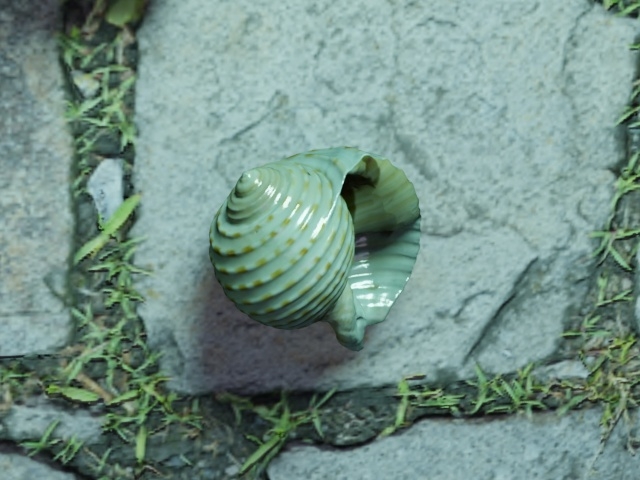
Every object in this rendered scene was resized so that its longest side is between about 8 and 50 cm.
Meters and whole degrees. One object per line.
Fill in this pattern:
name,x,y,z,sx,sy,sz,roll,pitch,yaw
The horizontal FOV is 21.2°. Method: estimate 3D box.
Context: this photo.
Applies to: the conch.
conch,-0.005,-0.005,1.082,0.135,0.102,0.153,-46,153,-5
